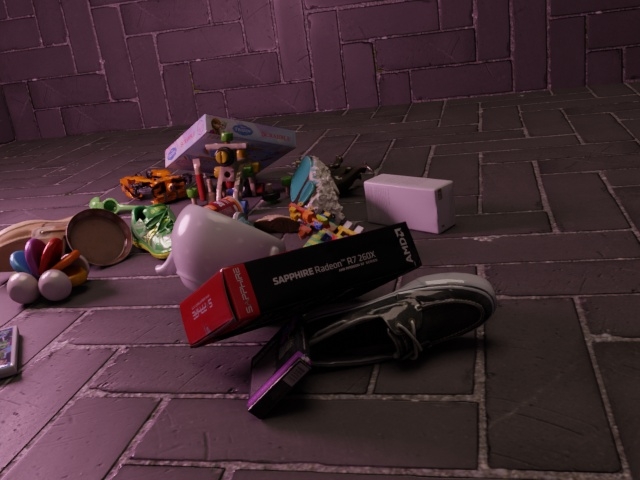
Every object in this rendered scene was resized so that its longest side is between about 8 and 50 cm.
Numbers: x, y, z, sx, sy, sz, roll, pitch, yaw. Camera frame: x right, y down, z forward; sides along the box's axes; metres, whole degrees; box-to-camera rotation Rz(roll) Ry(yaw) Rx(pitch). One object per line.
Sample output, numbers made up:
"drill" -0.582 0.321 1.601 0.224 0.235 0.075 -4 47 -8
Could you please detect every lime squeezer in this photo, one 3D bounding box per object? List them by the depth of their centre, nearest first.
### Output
"lime squeezer" -0.676 -0.107 2.248 0.310 0.059 0.110 7 -6 39

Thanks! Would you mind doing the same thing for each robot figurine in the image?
"robot figurine" -0.555 -0.184 2.344 0.211 0.085 0.291 -21 22 -31

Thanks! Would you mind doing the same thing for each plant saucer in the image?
"plant saucer" -0.572 -0.005 1.791 0.168 0.168 0.029 -26 -13 -41

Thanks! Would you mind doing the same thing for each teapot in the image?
"teapot" -0.200 0.050 1.416 0.252 0.187 0.256 23 -5 -10

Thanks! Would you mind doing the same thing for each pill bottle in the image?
"pill bottle" -0.287 -0.059 1.886 0.086 0.086 0.152 7 24 36

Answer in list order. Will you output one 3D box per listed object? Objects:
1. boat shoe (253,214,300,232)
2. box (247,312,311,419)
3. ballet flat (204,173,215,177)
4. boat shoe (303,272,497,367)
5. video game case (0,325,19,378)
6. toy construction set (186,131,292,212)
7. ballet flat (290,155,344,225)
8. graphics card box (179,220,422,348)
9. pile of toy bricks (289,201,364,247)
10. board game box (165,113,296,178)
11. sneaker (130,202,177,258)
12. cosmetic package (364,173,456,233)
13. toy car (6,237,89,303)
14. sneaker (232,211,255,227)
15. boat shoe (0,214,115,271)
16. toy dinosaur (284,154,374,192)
"boat shoe" -0.111 -0.049 1.843 0.135 0.050 0.045 1 27 24
"box" -0.065 0.192 1.086 0.116 0.029 0.162 -46 17 12
"ballet flat" -0.359 -0.234 2.483 0.173 0.049 0.057 2 15 43
"boat shoe" 0.126 0.150 1.131 0.335 0.121 0.119 -16 25 11
"video game case" -0.672 0.231 1.317 0.183 0.023 0.201 -15 20 -18
"toy construction set" -0.288 -0.222 2.116 0.308 0.237 0.257 6 24 35
"ballet flat" -0.007 -0.120 1.919 0.146 0.147 0.409 -8 22 0
"graphics card box" -0.035 0.077 1.201 0.370 0.094 0.233 -13 -12 -31
"pile of toy bricks" 0.000 0.000 1.621 0.212 0.118 0.105 25 63 30
"board game box" -0.295 -0.296 2.242 0.318 0.066 0.318 5 -17 -35
"sneaker" -0.413 -0.029 1.793 0.295 0.124 0.109 12 27 43
"cosmetic package" 0.224 -0.096 1.749 0.231 0.118 0.085 12 29 42
"toy car" -0.639 0.060 1.611 0.181 0.136 0.159 -6 20 6
"sneaker" -0.202 -0.026 1.824 0.076 0.065 0.166 10 24 1
"boat shoe" -0.695 0.013 1.787 0.341 0.122 0.110 -21 41 -32
"toy dinosaur" 0.048 -0.187 2.123 0.160 0.121 0.313 -33 34 -28
